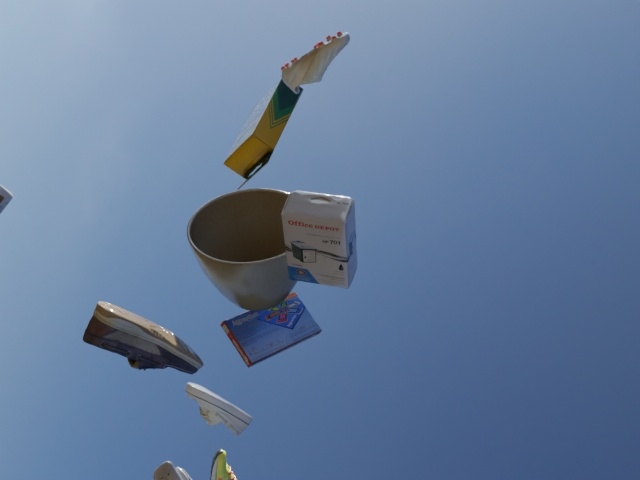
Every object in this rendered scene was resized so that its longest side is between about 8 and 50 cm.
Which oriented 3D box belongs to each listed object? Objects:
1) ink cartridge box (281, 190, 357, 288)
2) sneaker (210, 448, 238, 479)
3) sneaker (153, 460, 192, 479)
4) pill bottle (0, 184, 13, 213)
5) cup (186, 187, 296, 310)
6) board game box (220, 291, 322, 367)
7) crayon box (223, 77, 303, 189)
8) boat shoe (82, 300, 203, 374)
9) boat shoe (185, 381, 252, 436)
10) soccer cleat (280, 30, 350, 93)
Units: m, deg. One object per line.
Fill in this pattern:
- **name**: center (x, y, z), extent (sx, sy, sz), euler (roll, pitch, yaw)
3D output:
- **ink cartridge box**: center (0.000, 0.000, 1.565), extent (0.190, 0.140, 0.082), euler (84, 20, -43)
- **sneaker**: center (-0.246, 0.656, 2.000), extent (0.081, 0.094, 0.208), euler (-104, -169, -78)
- **sneaker**: center (-0.435, 0.611, 1.769), extent (0.366, 0.137, 0.210), euler (22, -111, 17)
- **pill bottle**: center (-0.956, -0.068, 2.017), extent (0.131, 0.131, 0.229), euler (14, -112, 53)
- **cup**: center (-0.175, 0.048, 1.998), extent (0.331, 0.331, 0.237), euler (47, -31, 46)
- **board game box**: center (-0.135, 0.246, 2.102), extent (0.145, 0.281, 0.027), euler (55, -47, 16)
- **crayon box**: center (-0.183, -0.332, 2.285), extent (0.203, 0.083, 0.323), euler (-33, -151, 50)
- **boat shoe**: center (-0.359, 0.216, 1.514), extent (0.092, 0.285, 0.103), euler (-54, -135, -2)
- **boat shoe**: center (-0.306, 0.502, 2.183), extent (0.095, 0.258, 0.084), euler (17, -109, 55)
- **soccer cleat**: center (-0.003, -0.403, 1.686), extent (0.196, 0.068, 0.076), euler (-25, -73, 33)
